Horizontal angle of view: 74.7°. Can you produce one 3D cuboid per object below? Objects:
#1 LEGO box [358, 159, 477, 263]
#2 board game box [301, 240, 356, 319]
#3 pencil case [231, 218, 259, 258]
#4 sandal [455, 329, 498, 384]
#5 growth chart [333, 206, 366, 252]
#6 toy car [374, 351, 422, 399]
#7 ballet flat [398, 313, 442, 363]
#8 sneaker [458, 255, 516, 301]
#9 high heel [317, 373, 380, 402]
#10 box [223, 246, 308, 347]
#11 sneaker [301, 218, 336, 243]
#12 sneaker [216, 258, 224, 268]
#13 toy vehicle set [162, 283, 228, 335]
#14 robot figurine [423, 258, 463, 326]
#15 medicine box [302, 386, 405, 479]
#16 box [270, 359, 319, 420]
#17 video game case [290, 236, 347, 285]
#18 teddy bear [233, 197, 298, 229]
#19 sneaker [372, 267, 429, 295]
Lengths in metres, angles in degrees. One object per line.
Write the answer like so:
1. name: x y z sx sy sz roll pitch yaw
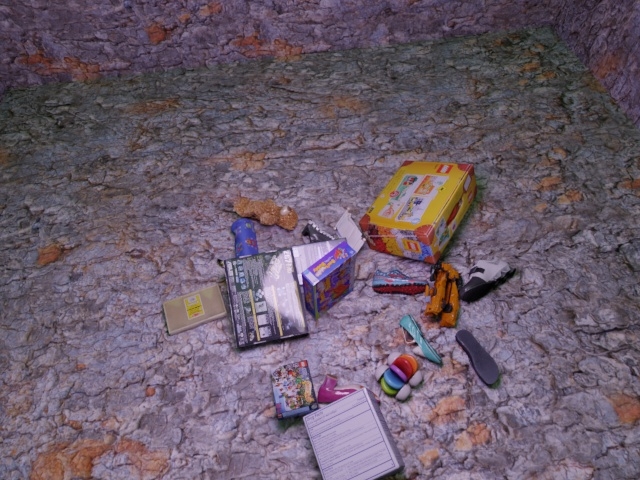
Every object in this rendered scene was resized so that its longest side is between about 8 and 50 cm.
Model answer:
1. LEGO box: 0.485 -0.162 2.053 0.372 0.193 0.500 14 54 40
2. board game box: 0.039 0.182 1.818 0.233 0.347 0.078 -36 63 -20
3. pencil case: -0.370 0.043 2.065 0.119 0.133 0.306 16 47 -37
4. sandal: 0.661 0.492 1.771 0.097 0.054 0.254 -10 46 -13
5. growth chart: 0.137 -0.025 2.084 0.021 0.172 0.237 8 44 -39
6. toy car: 0.320 0.536 1.694 0.182 0.136 0.159 -39 63 -22
7. ballet flat: 0.419 0.436 1.805 0.087 0.083 0.247 -36 59 7
8. sneaker: 0.736 0.170 1.945 0.331 0.122 0.146 -21 50 -26
9. high heel: 0.113 0.635 1.689 0.244 0.082 0.117 21 90 -1
10. box: -0.243 0.250 1.865 0.318 0.097 0.394 -12 76 -4
11. sneaker: 0.000 0.000 2.109 0.234 0.078 0.106 39 79 18
12. sneaker: -0.480 0.118 2.066 0.083 0.035 0.031 25 61 17
13. toy vehicle set: -0.578 0.316 1.935 0.267 0.035 0.166 -19 57 -10
14. robot figurine: 0.553 0.229 1.895 0.211 0.085 0.291 34 53 -19
15. medicine box: 0.119 0.729 1.523 0.263 0.149 0.289 -28 57 5
16. box: -0.107 0.589 1.671 0.159 0.044 0.233 -13 30 -6
17. video game case: 0.007 0.101 2.023 0.274 0.026 0.196 -9 80 -5
18. teddy bear: -0.278 -0.155 2.164 0.338 0.113 0.245 20 16 20
19. sneaker: 0.373 0.177 1.957 0.262 0.104 0.125 3 54 4
